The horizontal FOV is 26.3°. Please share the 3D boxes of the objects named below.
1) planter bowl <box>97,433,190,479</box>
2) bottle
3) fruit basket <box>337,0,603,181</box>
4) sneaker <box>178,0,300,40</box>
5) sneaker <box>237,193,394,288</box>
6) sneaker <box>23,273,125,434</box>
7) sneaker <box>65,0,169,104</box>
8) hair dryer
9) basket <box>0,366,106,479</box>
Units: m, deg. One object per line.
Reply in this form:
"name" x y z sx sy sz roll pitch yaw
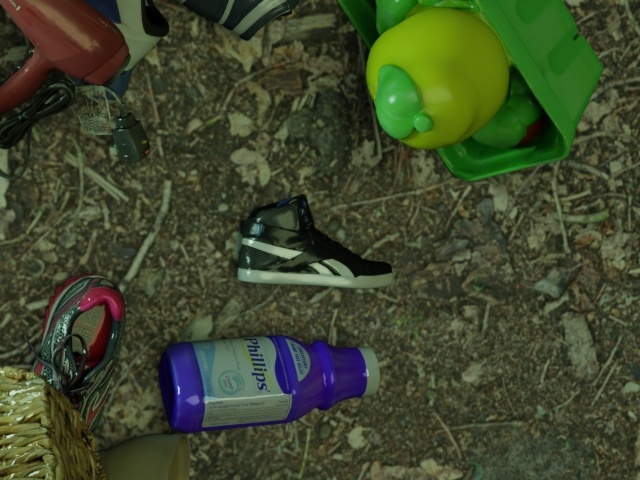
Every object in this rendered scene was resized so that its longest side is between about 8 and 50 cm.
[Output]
"planter bowl" -0.234 0.317 1.722 0.109 0.162 0.162 6 91 5
"bottle" -0.064 0.182 1.789 0.283 0.092 0.118 -2 50 -20
"fruit basket" 0.156 -0.226 1.759 0.392 0.283 0.391 5 81 -32
"sneaker" -0.063 -0.392 1.768 0.153 0.099 0.282 35 87 -14
"sneaker" 0.000 0.000 1.822 0.217 0.079 0.121 2 93 -19
"sneaker" -0.321 0.186 1.695 0.121 0.112 0.299 15 88 -20
"sneaker" -0.296 -0.330 1.638 0.182 0.127 0.315 -38 114 18
"hair dryer" -0.330 -0.195 1.600 0.224 0.080 0.293 -6 122 3
"basket" -0.414 0.286 1.618 0.299 0.223 0.213 -17 61 6
